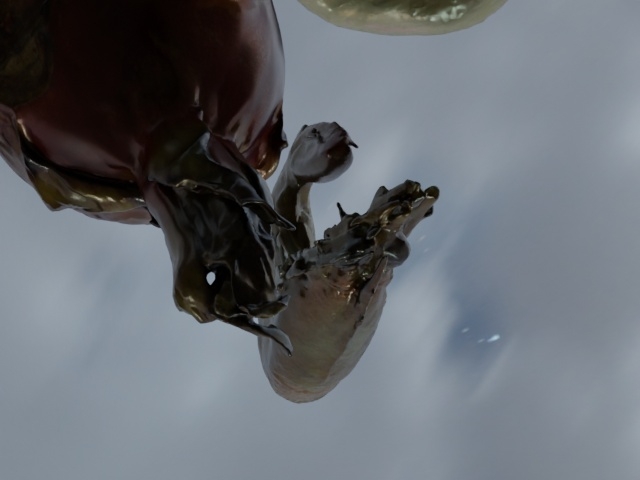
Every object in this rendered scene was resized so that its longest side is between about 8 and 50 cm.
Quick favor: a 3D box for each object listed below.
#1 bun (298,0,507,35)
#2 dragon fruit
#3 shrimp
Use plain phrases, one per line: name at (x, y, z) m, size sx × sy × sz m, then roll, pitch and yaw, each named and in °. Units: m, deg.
bun at (0.037, -0.233, 0.893) m, size 0.210 × 0.116 × 0.237 m, roll -32°, pitch -69°, yaw 7°
dragon fruit at (-0.062, -0.050, 0.547) m, size 0.125 × 0.246 × 0.125 m, roll -48°, pitch -47°, yaw 12°
shrimp at (0.004, 0.001, 0.742) m, size 0.053 × 0.236 × 0.133 m, roll 9°, pitch -110°, yaw -10°
